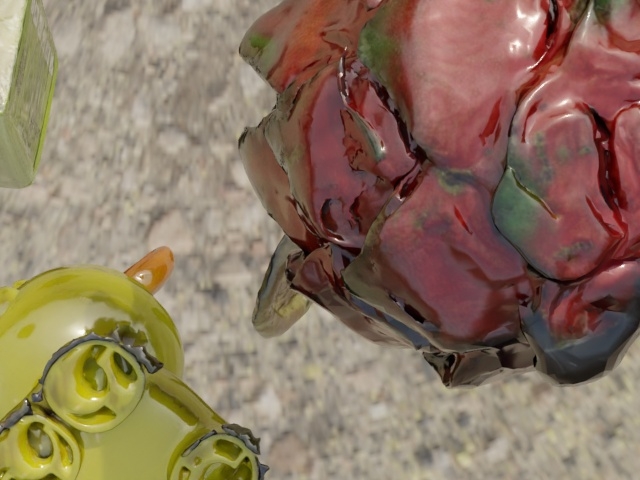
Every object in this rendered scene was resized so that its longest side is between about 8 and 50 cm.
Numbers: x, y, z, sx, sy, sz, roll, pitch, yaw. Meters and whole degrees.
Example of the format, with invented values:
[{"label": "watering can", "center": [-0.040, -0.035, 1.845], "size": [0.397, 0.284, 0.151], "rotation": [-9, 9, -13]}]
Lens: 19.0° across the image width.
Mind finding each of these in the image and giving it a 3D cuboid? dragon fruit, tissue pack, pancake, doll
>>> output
[{"label": "dragon fruit", "center": [0.061, -0.035, 0.675], "size": [0.182, 0.188, 0.182], "rotation": [0, 88, -4]}, {"label": "tissue pack", "center": [-0.356, -0.159, 1.736], "size": [0.200, 0.275, 0.167], "rotation": [10, 78, -1]}, {"label": "pancake", "center": [-0.001, -0.001, 0.934], "size": [0.011, 0.115, 0.115], "rotation": [29, 103, 12]}, {"label": "doll", "center": [-0.101, 0.070, 0.866], "size": [0.135, 0.221, 0.143], "rotation": [37, 89, -15]}]
